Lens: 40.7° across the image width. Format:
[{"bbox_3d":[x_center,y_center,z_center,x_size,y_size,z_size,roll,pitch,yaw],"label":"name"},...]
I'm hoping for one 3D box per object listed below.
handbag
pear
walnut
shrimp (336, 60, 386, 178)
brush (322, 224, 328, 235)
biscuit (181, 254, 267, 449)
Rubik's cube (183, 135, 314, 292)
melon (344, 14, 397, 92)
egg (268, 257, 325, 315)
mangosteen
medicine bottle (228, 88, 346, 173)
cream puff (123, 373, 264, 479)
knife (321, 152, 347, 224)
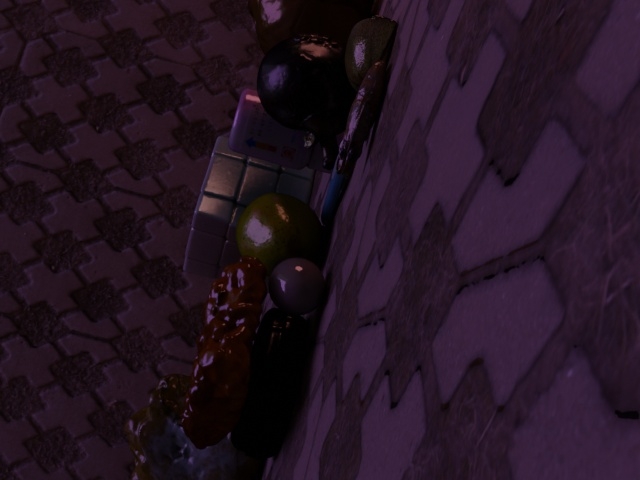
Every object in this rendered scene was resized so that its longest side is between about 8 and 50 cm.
[{"bbox_3d":[-0.100,0.270,1.682,0.308,0.093,0.253,-80,7,-46],"label":"handbag"},{"bbox_3d":[-0.078,-0.003,1.769,0.220,0.188,0.187,37,114,60],"label":"pear"},{"bbox_3d":[-0.027,-0.583,2.145,0.398,0.308,0.353,-142,67,-87],"label":"walnut"},{"bbox_3d":[0.073,-0.212,1.529,0.126,0.048,0.223,95,-165,-81],"label":"shrimp"},{"bbox_3d":[0.000,0.000,1.841,0.016,0.013,0.083,-89,14,-61],"label":"brush"},{"bbox_3d":[-0.178,0.202,1.586,0.318,0.111,0.312,111,171,-54],"label":"biscuit"},{"bbox_3d":[-0.215,-0.071,2.609,0.318,0.316,0.321,114,169,-52],"label":"Rubik's cube"},{"bbox_3d":[0.080,-0.343,1.621,0.160,0.079,0.128,118,173,-60],"label":"melon"},{"bbox_3d":[-0.043,0.084,1.564,0.135,0.103,0.103,-122,47,-75],"label":"egg"},{"bbox_3d":[-0.014,-0.289,1.810,0.231,0.232,0.289,-102,6,-78],"label":"mangosteen"},{"bbox_3d":[-0.072,-0.243,1.958,0.152,0.255,0.151,-166,90,-84],"label":"medicine bottle"},{"bbox_3d":[-0.263,0.465,1.900,0.274,0.323,0.270,-64,-17,-1],"label":"cream puff"},{"bbox_3d":[0.031,-0.104,1.727,0.222,0.032,0.064,107,171,-53],"label":"knife"}]
